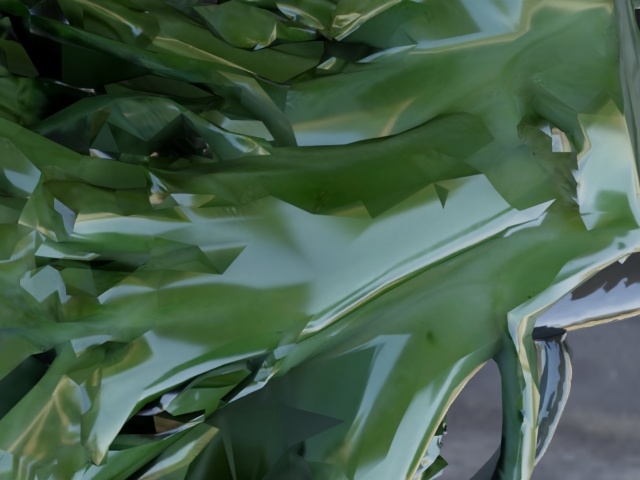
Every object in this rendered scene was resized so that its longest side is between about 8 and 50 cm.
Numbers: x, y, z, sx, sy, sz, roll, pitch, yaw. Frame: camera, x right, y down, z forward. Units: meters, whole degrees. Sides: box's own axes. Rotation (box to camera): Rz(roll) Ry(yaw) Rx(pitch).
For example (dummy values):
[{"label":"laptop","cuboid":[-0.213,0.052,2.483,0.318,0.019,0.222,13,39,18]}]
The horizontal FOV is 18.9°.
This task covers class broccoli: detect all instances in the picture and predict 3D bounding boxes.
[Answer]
[{"label":"broccoli","cuboid":[-0.037,0.004,0.450,0.242,0.261,0.269,-15,158,13]}]

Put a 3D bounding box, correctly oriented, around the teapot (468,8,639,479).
[{"label":"teapot","cuboid":[0.000,0.000,0.773,0.337,0.270,0.200,-11,-168,-10]}]
